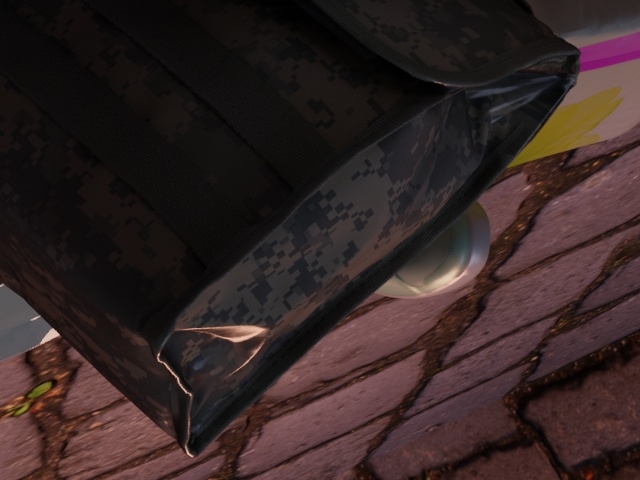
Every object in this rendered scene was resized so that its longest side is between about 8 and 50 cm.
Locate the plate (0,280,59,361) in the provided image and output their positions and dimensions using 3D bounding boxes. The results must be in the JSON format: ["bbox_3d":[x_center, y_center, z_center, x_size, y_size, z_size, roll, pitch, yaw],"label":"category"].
[{"bbox_3d":[-0.213,0.043,1.464,0.188,0.024,0.188,-27,166,-7],"label":"plate"}]

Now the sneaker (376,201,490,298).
[{"bbox_3d":[0.000,0.000,1.568,0.256,0.094,0.151,3,-176,40],"label":"sneaker"}]

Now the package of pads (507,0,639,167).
[{"bbox_3d":[0.192,-0.149,1.554,0.296,0.101,0.229,-15,160,-38],"label":"package of pads"}]

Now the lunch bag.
[{"bbox_3d":[-0.044,-0.081,0.983,0.287,0.235,0.169,-42,158,-17],"label":"lunch bag"}]
